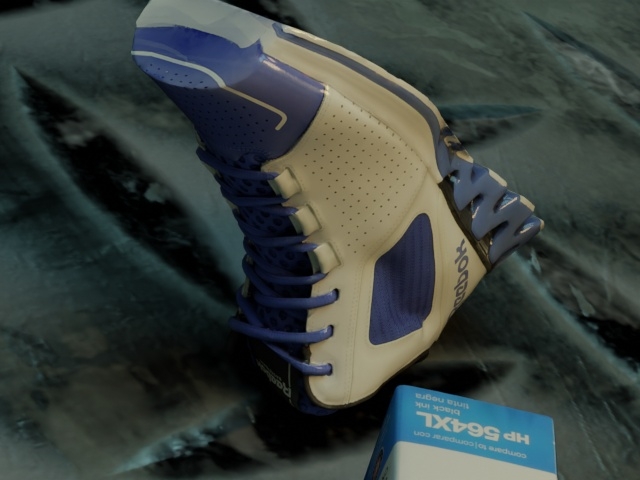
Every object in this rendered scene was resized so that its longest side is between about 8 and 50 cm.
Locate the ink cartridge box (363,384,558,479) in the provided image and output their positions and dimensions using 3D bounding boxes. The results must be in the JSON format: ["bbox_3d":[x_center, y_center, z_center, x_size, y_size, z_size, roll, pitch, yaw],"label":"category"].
[{"bbox_3d":[0.052,0.190,0.829,0.085,0.148,0.203,15,32,-4],"label":"ink cartridge box"}]

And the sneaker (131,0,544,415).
[{"bbox_3d":[0.001,0.000,1.032,0.127,0.182,0.315,25,-6,41],"label":"sneaker"}]
